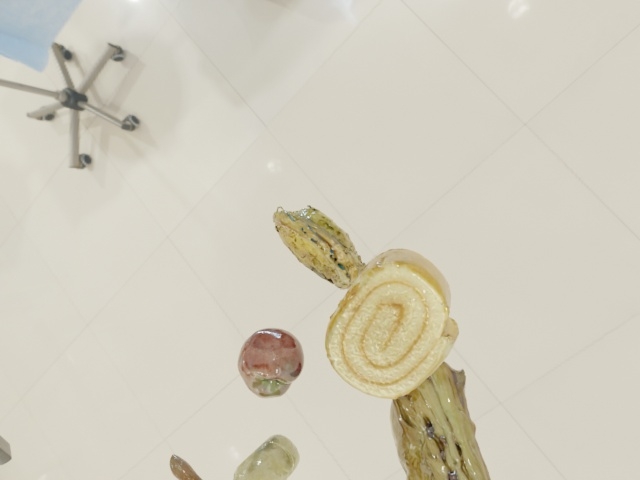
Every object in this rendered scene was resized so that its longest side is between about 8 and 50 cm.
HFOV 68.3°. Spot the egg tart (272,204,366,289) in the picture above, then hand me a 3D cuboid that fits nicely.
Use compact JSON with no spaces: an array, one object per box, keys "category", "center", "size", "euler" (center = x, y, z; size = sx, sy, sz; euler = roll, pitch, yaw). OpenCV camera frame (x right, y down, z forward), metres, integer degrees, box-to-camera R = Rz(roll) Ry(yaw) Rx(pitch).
[{"category":"egg tart","center":[0.000,0.000,1.141],"size":[0.291,0.291,0.107],"euler":[37,74,15]}]

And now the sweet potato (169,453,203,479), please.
[{"category":"sweet potato","center":[-0.361,0.694,1.359],"size":[0.214,0.050,0.050],"euler":[26,103,26]}]

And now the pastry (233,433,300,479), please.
[{"category":"pastry","center":[-0.121,0.500,1.035],"size":[0.156,0.156,0.092],"euler":[-45,74,18]}]

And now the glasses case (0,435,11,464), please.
[{"category":"glasses case","center":[-0.930,0.546,1.310],"size":[0.072,0.042,0.190],"euler":[42,154,50]}]

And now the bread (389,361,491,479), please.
[{"category":"bread","center":[0.268,0.484,1.070],"size":[0.192,0.314,0.370],"euler":[-12,50,6]}]

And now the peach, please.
[{"category":"peach","center":[-0.103,0.267,1.061],"size":[0.152,0.152,0.152],"euler":[2,95,21]}]

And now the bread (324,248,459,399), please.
[{"category":"bread","center":[0.077,0.087,0.488],"size":[0.122,0.073,0.149],"euler":[35,111,4]}]
